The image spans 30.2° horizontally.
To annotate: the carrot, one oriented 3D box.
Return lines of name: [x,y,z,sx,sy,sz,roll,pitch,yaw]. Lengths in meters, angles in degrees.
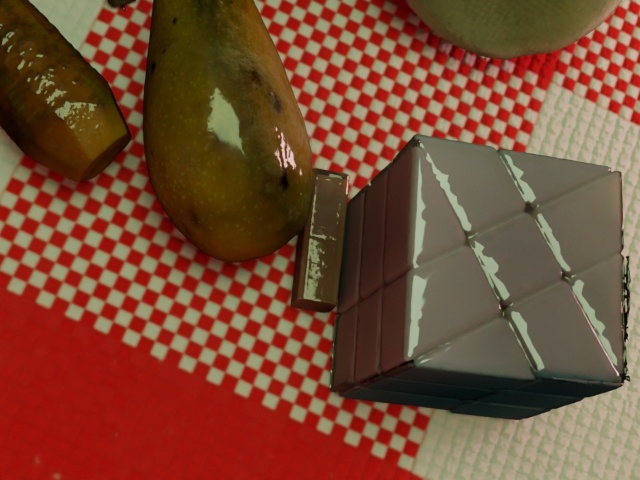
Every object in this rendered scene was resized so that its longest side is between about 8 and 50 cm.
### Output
carrot: [-0.314,-0.190,1.191,0.114,0.114,0.302,-41,85,-22]

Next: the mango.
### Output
mango: [-0.106,-0.141,1.198,0.175,0.176,0.330,-9,72,-30]

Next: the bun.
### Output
bun: [0.216,-0.350,1.330,0.283,0.283,0.179,11,33,-12]

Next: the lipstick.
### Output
lipstick: [0.000,0.000,1.255,0.045,0.045,0.145,11,73,-13]

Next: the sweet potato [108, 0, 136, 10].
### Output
sweet potato: [-0.054,-0.380,1.318,0.422,0.130,0.131,-21,80,-13]

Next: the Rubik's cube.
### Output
Rubik's cube: [0.154,0.047,1.185,0.231,0.224,0.221,8,72,-13]
